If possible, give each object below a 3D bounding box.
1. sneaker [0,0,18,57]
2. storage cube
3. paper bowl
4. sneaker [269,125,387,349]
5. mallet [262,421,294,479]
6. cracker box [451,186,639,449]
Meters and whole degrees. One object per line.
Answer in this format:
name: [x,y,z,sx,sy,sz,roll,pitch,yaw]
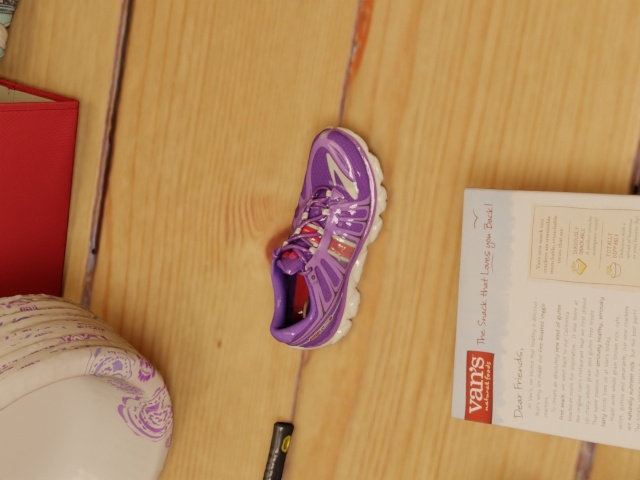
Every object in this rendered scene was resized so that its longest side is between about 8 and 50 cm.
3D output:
sneaker: [-0.380,-0.252,1.311,0.283,0.110,0.122,25,87,33]
storage cube: [-0.349,-0.045,1.204,0.183,0.215,0.193,18,107,36]
paper bowl: [-0.268,0.168,1.091,0.148,0.284,0.284,38,113,32]
sneaker: [0.000,0.000,1.015,0.068,0.071,0.170,13,98,37]
mallet: [-0.054,0.235,1.064,0.039,0.062,0.190,12,97,36]
cracker box: [0.198,0.049,0.862,0.232,0.067,0.156,5,93,37]
